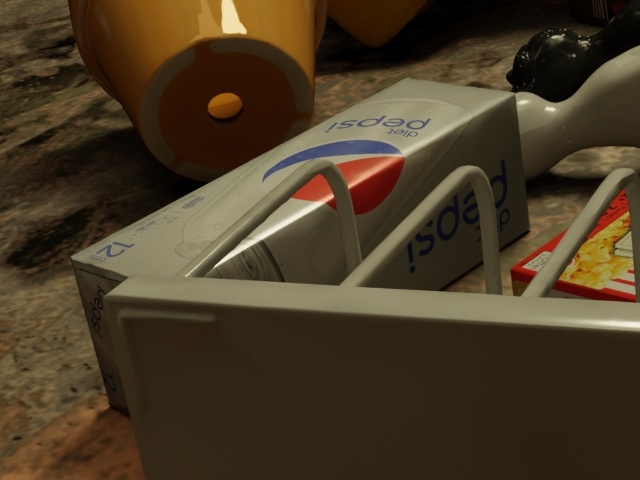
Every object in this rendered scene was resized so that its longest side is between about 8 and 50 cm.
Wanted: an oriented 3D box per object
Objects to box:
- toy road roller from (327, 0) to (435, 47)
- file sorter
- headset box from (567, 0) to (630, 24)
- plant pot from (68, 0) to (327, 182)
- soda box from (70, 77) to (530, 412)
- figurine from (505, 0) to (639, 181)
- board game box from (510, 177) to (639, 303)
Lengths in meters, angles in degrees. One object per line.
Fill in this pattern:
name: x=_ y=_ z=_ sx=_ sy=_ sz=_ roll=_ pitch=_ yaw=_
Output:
toy road roller: x=0.094 y=-0.316 z=1.260 sx=0.329 sy=0.202 sz=0.240 roll=-41 pitch=13 yaw=48
file sorter: x=0.099 y=0.076 z=0.525 sx=0.277 sy=0.193 sz=0.173 roll=2 pitch=25 yaw=26
headset box: x=0.379 y=-0.246 z=1.189 sx=0.218 sy=0.110 sz=0.293 roll=-26 pitch=28 yaw=-28
plant pot: x=-0.085 y=-0.149 z=1.097 sx=0.205 sy=0.205 sz=0.188 roll=-12 pitch=40 yaw=-4
soda box: x=0.000 y=0.000 z=0.836 sx=0.091 sy=0.098 sz=0.286 roll=15 pitch=34 yaw=43
figurine: x=0.205 y=-0.108 z=0.997 sx=0.209 sy=0.092 sz=0.215 roll=-15 pitch=21 yaw=28
board game box: x=0.222 y=0.022 z=0.760 sx=0.193 sy=0.045 sz=0.147 roll=14 pitch=35 yaw=42
